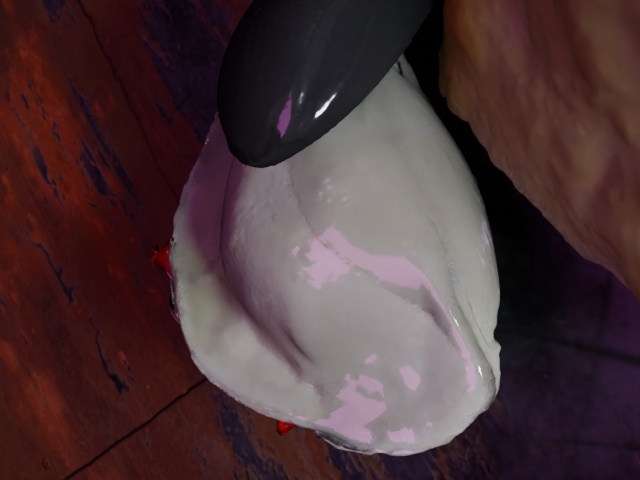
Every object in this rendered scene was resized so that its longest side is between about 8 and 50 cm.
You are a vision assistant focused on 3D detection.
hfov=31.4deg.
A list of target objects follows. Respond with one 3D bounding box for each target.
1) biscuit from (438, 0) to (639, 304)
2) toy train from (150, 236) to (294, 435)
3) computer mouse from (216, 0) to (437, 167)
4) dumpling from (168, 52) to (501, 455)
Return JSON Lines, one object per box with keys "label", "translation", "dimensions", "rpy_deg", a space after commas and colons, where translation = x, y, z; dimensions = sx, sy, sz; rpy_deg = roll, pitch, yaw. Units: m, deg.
{"label": "biscuit", "translation": [0.214, -0.100, 0.610], "dimensions": [0.429, 0.104, 0.446], "rpy_deg": [56, 160, 28]}
{"label": "toy train", "translation": [-0.054, 0.059, 1.021], "dimensions": [0.204, 0.131, 0.083], "rpy_deg": [51, 125, 4]}
{"label": "computer mouse", "translation": [0.005, -0.161, 0.816], "dimensions": [0.137, 0.270, 0.086], "rpy_deg": [-17, 118, 43]}
{"label": "dumpling", "translation": [0.001, 0.003, 0.893], "dimensions": [0.260, 0.181, 0.341], "rpy_deg": [-25, 84, 19]}
